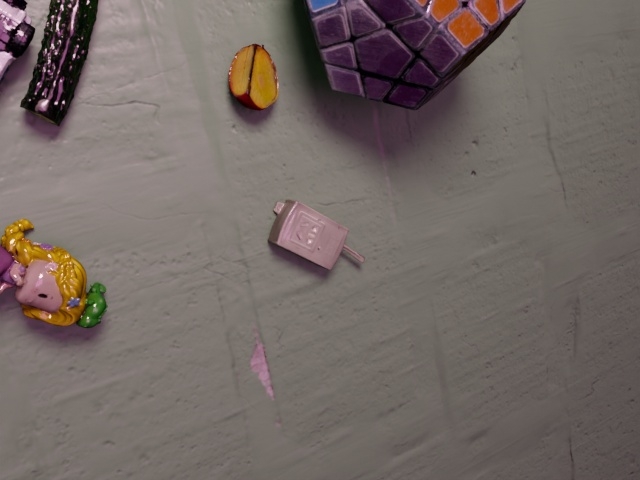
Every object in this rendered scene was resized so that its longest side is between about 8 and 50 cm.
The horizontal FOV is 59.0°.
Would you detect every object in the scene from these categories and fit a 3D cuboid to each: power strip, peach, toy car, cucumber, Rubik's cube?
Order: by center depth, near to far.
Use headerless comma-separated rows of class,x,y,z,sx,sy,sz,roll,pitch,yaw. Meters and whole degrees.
toy car,-0.385,-0.207,0.631,0.080,0.070,0.170,30,86,-28
cucumber,-0.308,-0.232,0.677,0.058,0.058,0.187,14,92,-29
Rubik's cube,0.110,-0.336,0.758,0.264,0.319,0.318,11,94,-54
peach,-0.098,-0.227,0.790,0.077,0.050,0.083,-43,128,-41
power strip,0.000,0.000,0.886,0.175,0.042,0.075,26,85,-29

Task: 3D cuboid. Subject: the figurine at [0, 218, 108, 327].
figurine,-0.333,0.040,0.701,0.156,0.095,0.114,28,46,-33
